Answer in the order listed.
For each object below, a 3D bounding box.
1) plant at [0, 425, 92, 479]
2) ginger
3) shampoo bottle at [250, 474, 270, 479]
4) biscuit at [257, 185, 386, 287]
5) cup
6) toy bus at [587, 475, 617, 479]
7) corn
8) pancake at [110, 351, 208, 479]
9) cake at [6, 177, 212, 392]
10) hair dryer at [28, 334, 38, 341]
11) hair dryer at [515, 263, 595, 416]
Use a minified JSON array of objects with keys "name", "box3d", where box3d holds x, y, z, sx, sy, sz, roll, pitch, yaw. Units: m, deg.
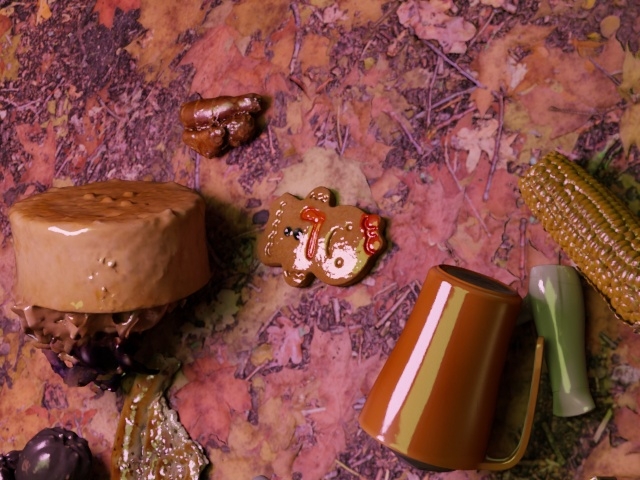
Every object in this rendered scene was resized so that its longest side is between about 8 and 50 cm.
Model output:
[{"name":"plant","box3d":[-0.470,0.418,2.077,0.142,0.164,0.256,47,115,33]},{"name":"ginger","box3d":[-0.171,-0.193,2.089,0.162,0.073,0.103,-9,73,30]},{"name":"shampoo bottle","box3d":[-0.035,0.422,1.851,0.195,0.056,0.056,32,96,34]},{"name":"biscuit","box3d":[0.000,0.000,1.951,0.225,0.036,0.166,18,86,35]},{"name":"cup","box3d":[0.189,0.182,1.679,0.226,0.182,0.264,20,100,11]},{"name":"toy bus","box3d":[0.387,0.408,1.569,0.074,0.081,0.226,-35,64,27]},{"name":"corn","box3d":[0.381,0.000,1.660,0.115,0.115,0.318,-46,57,15]},{"name":"pancake","box3d":[-0.268,0.364,2.020,0.197,0.054,0.376,-14,72,29]},{"name":"cake","box3d":[-0.333,0.082,2.008,0.332,0.332,0.321,12,111,35]},{"name":"hair dryer","box3d":[-0.417,0.160,2.181,0.183,0.044,0.155,45,105,30]},{"name":"hair dryer","box3d":[0.263,0.148,1.735,0.237,0.075,0.206,-13,77,38]}]
